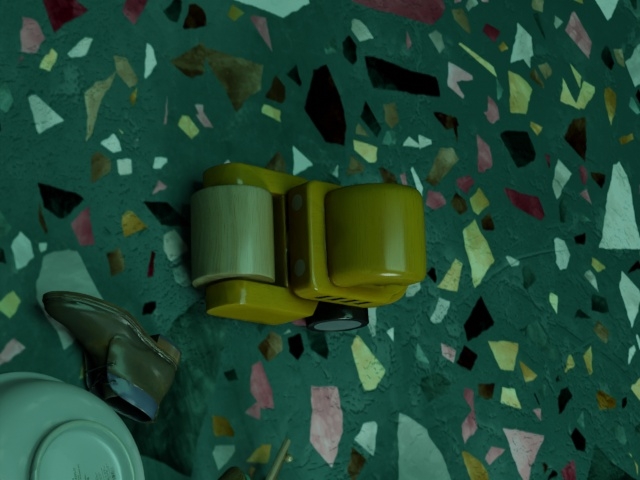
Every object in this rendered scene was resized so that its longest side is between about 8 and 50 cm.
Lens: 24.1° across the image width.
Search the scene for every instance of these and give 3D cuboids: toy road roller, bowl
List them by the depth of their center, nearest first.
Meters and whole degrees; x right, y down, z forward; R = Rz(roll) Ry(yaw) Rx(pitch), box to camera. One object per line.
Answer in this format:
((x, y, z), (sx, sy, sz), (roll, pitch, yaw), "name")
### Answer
((-0.316, 0.294, 1.799), (0.298, 0.134, 0.298), (14, 69, -39), "bowl")
((0.000, 0.000, 2.103), (0.329, 0.240, 0.202), (11, 70, -40), "toy road roller")

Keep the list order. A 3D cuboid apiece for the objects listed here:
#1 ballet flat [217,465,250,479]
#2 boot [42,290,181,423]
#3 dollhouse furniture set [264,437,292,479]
((-0.158, 0.449, 1.884), (0.124, 0.116, 0.342), (9, 73, -20), "ballet flat")
((-0.272, 0.149, 1.920), (0.219, 0.082, 0.106), (33, 54, -33), "boot")
((-0.012, 0.378, 2.044), (0.151, 0.144, 0.123), (22, 55, 6), "dollhouse furniture set")
